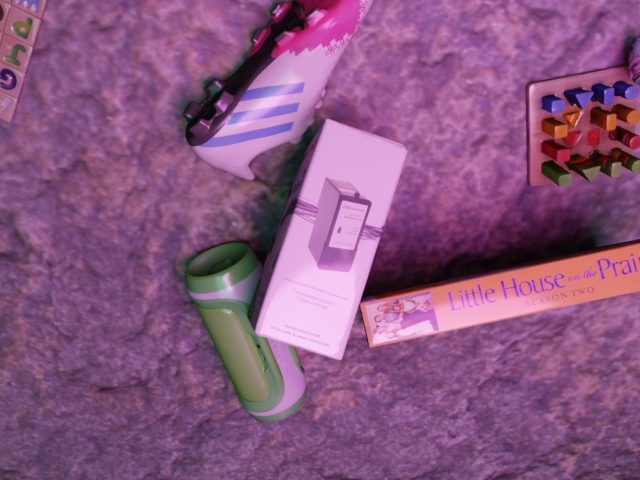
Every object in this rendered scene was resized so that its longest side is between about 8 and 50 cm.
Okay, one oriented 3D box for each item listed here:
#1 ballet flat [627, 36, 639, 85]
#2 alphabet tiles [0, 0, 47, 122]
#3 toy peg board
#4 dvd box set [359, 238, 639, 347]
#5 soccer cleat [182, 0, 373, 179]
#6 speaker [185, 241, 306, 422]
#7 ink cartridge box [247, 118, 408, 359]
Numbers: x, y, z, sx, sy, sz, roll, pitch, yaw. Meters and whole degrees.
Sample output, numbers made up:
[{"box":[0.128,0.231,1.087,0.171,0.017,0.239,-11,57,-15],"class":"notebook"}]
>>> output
[{"box":[0.521,-0.240,0.753,0.222,0.077,0.079,9,77,-23],"class":"ballet flat"},{"box":[-0.508,-0.298,0.712,0.237,0.009,0.198,24,112,-14],"class":"alphabet tiles"},{"box":[0.398,-0.159,0.785,0.161,0.079,0.160,-11,116,2],"class":"toy peg board"},{"box":[0.266,0.070,0.775,0.421,0.307,0.062,-13,84,4],"class":"dvd box set"},{"box":[-0.039,-0.220,0.731,0.331,0.116,0.143,-41,133,13],"class":"soccer cleat"},{"box":[-0.117,0.155,0.883,0.131,0.131,0.296,-16,115,5],"class":"speaker"},{"box":[0.000,0.000,0.720,0.115,0.198,0.272,19,84,-9],"class":"ink cartridge box"}]
